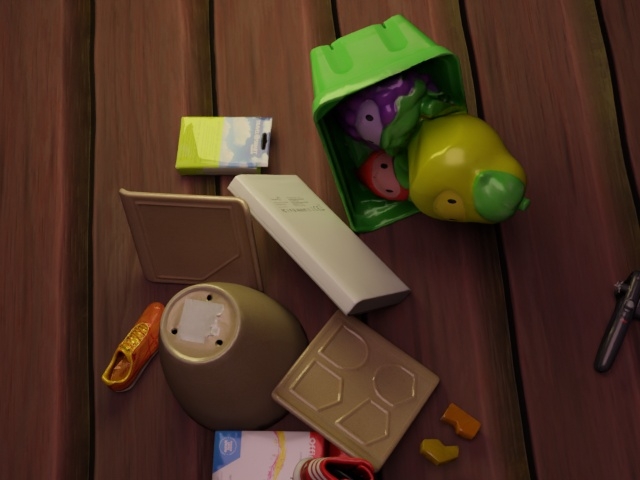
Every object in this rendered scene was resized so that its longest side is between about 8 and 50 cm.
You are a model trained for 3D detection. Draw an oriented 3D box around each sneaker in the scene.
[{"bbox_3d":[0.071,0.406,1.521,0.221,0.128,0.087,29,63,-16],"label":"sneaker"},{"bbox_3d":[-0.323,0.187,1.736,0.064,0.067,0.175,21,73,17],"label":"sneaker"}]

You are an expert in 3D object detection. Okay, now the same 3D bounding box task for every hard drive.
[{"bbox_3d":[0.000,0.000,1.687,0.307,0.203,0.040,46,114,20],"label":"hard drive"}]

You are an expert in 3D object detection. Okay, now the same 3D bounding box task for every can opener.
[{"bbox_3d":[0.501,0.135,1.629,0.073,0.059,0.186,26,76,16],"label":"can opener"}]

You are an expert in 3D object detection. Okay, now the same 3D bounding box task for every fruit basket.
[{"bbox_3d":[0.159,-0.140,1.617,0.283,0.392,0.392,-22,69,1],"label":"fruit basket"}]

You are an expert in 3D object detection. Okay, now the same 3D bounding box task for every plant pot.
[{"bbox_3d":[-0.164,0.170,1.606,0.257,0.274,0.256,-3,70,8],"label":"plant pot"}]

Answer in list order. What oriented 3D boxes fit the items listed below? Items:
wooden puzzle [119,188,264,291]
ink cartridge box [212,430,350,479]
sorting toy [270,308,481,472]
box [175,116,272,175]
[{"bbox_3d":[-0.221,-0.003,1.718,0.239,0.220,0.044,7,46,13],"label":"wooden puzzle"},{"bbox_3d":[-0.058,0.385,1.617,0.231,0.078,0.134,-2,71,8],"label":"ink cartridge box"},{"bbox_3d":[0.098,0.272,1.611,0.307,0.041,0.229,35,53,8],"label":"sorting toy"},{"bbox_3d":[-0.179,-0.179,1.857,0.178,0.042,0.109,1,71,9],"label":"box"}]
